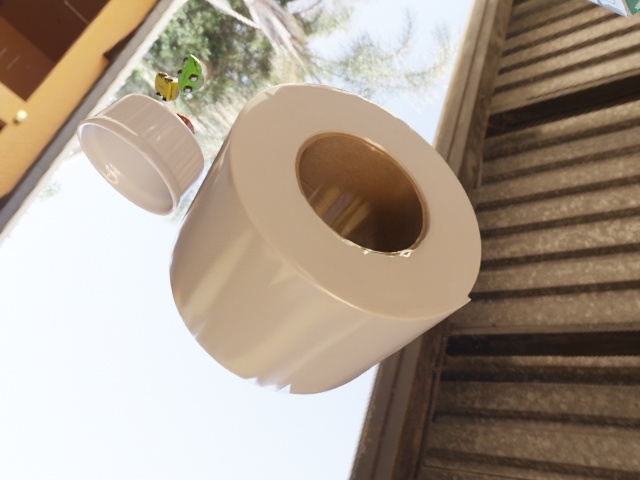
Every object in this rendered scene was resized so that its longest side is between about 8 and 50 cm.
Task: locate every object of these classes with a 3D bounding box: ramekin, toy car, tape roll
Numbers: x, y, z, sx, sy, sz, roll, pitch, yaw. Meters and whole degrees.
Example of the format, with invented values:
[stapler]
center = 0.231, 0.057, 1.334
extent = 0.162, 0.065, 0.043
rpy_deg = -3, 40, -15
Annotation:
[ramekin]
center = -0.399, -0.199, 1.288
extent = 0.277, 0.277, 0.135
rpy_deg = 1, -134, 47
[toy car]
center = -0.334, -0.365, 1.395
extent = 0.225, 0.053, 0.238
rpy_deg = -41, -117, 47
[tape roll]
center = 0.000, 0.000, 0.528
extent = 0.169, 0.246, 0.246
rpy_deg = -48, -156, 45

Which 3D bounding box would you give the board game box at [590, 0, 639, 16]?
[board game box]
center = 0.207, -0.359, 0.513
extent = 0.079, 0.253, 0.336
rpy_deg = -29, -158, 20
